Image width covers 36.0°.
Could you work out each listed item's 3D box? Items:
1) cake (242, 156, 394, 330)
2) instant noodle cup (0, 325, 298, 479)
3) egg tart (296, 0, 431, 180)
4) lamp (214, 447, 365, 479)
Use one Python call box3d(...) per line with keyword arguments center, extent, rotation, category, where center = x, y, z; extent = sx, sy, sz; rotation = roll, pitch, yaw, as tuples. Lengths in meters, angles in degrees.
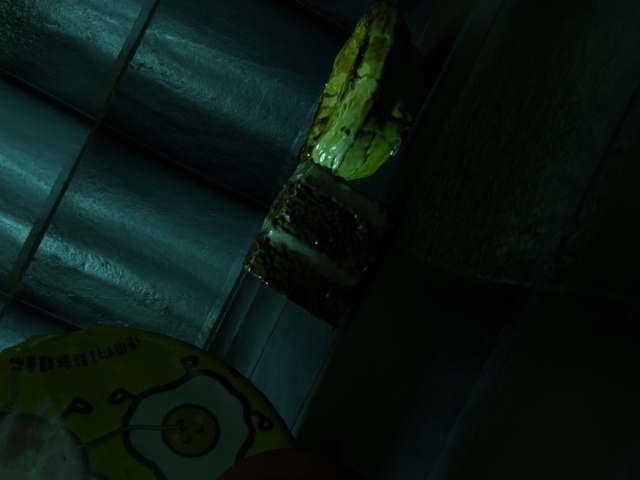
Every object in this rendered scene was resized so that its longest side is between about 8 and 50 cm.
box3d(center=(0.000, 0.000, 1.101), extent=(0.147, 0.134, 0.135), rotation=(-54, 8, 0), category="cake")
box3d(center=(-0.189, 0.274, 0.857), extent=(0.254, 0.326, 0.325), rotation=(111, 179, -50), category="instant noodle cup")
box3d(center=(0.060, -0.176, 1.327), extent=(0.290, 0.115, 0.290), rotation=(-156, 90, -83), category="egg tart")
box3d(center=(-0.013, 0.201, 0.516), extent=(0.182, 0.140, 0.182), rotation=(10, -90, -88), category="lamp")
